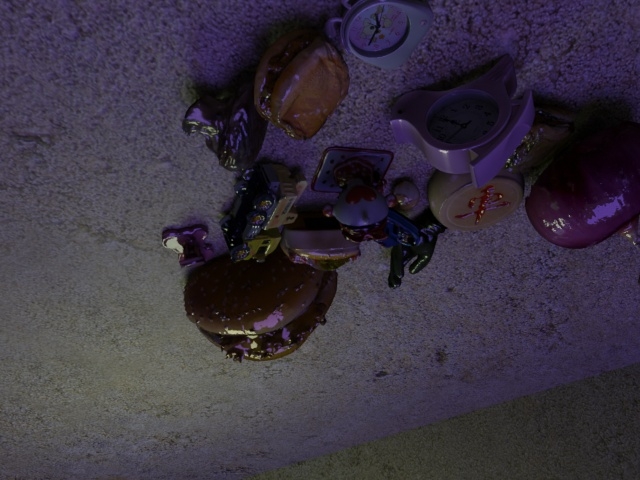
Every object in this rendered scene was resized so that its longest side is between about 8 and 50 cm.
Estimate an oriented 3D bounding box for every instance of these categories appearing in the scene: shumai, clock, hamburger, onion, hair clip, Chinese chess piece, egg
[{"bbox_3d":[-0.191,-0.246,1.382,0.153,0.161,0.209,14,133,2],"label":"shumai"},{"bbox_3d":[0.107,-0.417,1.293,0.191,0.062,0.151,11,139,-29],"label":"clock"},{"bbox_3d":[-0.158,0.189,1.857,0.445,0.287,0.268,-18,142,3],"label":"hamburger"},{"bbox_3d":[0.702,-0.119,1.657,0.345,0.358,0.358,30,137,3],"label":"onion"},{"bbox_3d":[0.000,0.000,1.743,0.210,0.173,0.116,-3,119,-15],"label":"hamburger"},{"bbox_3d":[0.503,-0.254,1.610,0.206,0.130,0.183,-7,150,-42],"label":"hamburger"},{"bbox_3d":[-0.341,0.017,1.778,0.123,0.102,0.138,-13,177,3],"label":"hair clip"},{"bbox_3d":[0.404,-0.126,1.755,0.251,0.097,0.251,-8,145,-6],"label":"Chinese chess piece"},{"bbox_3d":[-0.033,-0.303,1.306,0.214,0.108,0.213,-35,145,-29],"label":"hamburger"},{"bbox_3d":[0.318,-0.283,1.457,0.290,0.275,0.080,-48,143,-14],"label":"clock"},{"bbox_3d":[0.221,-0.114,1.739,0.071,0.071,0.083,-15,159,3],"label":"egg"}]

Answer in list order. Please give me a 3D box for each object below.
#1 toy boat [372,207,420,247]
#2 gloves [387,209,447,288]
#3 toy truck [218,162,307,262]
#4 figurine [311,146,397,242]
[{"bbox_3d":[0.164,-0.035,1.778,0.223,0.097,0.100,26,152,-28],"label":"toy boat"},{"bbox_3d":[0.263,0.024,1.910,0.135,0.107,0.268,17,118,-28],"label":"gloves"},{"bbox_3d":[-0.136,-0.069,1.648,0.157,0.124,0.272,-2,141,-31],"label":"toy truck"},{"bbox_3d":[0.098,-0.085,1.605,0.183,0.226,0.160,1,141,-19],"label":"figurine"}]
